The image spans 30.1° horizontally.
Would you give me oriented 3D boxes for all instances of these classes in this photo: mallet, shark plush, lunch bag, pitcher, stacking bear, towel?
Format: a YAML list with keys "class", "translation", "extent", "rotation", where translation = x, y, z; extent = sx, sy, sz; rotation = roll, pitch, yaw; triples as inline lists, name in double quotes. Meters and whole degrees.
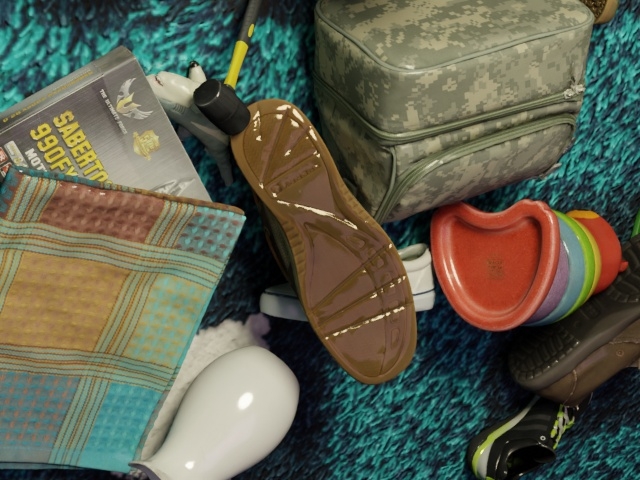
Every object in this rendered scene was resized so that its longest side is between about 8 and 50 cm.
- class: "mallet"
  translation: [-0.081, -0.198, 1.278]
  extent: [0.062, 0.039, 0.189]
  rotation: [52, 46, -42]
- class: "shark plush"
  translation: [-0.138, -0.130, 1.320]
  extent: [0.067, 0.073, 0.161]
  rotation: [-26, 138, 7]
- class: "lunch bag"
  translation: [0.152, -0.159, 1.386]
  extent: [0.305, 0.212, 0.256]
  rotation: [-18, 133, -24]
- class: "pitcher"
  translation: [-0.116, 0.240, 1.406]
  extent: [0.207, 0.125, 0.177]
  rotation: [-48, 149, -28]
- class: "stacking bear"
  translation: [0.295, 0.025, 1.545]
  extent: [0.289, 0.175, 0.164]
  rotation: [-5, 95, -51]
- class: "towel"
  translation: [-0.259, 0.103, 1.265]
  extent: [0.272, 0.040, 0.370]
  rotation: [9, 119, -34]

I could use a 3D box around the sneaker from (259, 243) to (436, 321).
- class: "sneaker"
  translation: [0.035, 0.046, 1.463]
  extent: [0.258, 0.094, 0.091]
  rotation: [-5, 100, -39]

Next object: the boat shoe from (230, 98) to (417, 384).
- class: "boat shoe"
  translation: [0.000, 0.000, 1.343]
  extent: [0.123, 0.123, 0.342]
  rotation: [-31, 97, -6]

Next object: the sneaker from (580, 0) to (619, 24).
- class: "sneaker"
  translation: [0.396, -0.372, 1.530]
  extent: [0.086, 0.064, 0.192]
  rotation: [-2, 106, -26]

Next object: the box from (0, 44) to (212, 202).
- class: "box"
  translation: [-0.229, -0.061, 1.257]
  extent: [0.183, 0.056, 0.231]
  rotation: [-31, 122, -10]

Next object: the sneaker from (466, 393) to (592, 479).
- class: "sneaker"
  translation: [0.320, 0.287, 1.713]
  extent: [0.235, 0.097, 0.084]
  rotation: [-34, 123, -17]

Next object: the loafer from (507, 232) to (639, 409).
- class: "loafer"
  translation: [0.435, 0.104, 1.663]
  extent: [0.366, 0.133, 0.130]
  rotation: [-35, 125, 13]

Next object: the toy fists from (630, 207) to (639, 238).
- class: "toy fists"
  translation: [0.559, -0.076, 1.726]
  extent: [0.142, 0.096, 0.279]
  rotation: [8, 102, -35]
